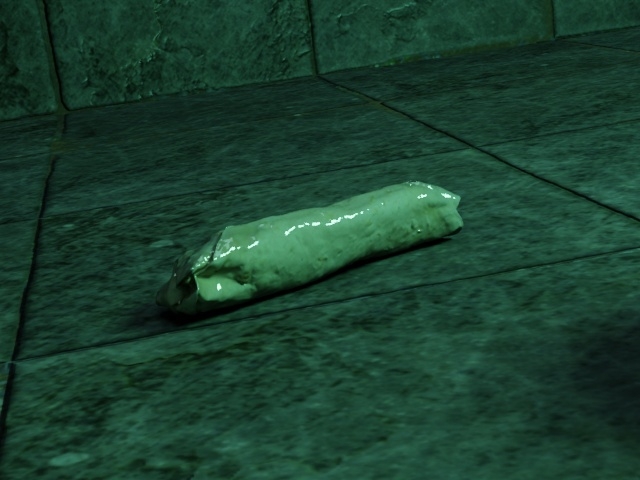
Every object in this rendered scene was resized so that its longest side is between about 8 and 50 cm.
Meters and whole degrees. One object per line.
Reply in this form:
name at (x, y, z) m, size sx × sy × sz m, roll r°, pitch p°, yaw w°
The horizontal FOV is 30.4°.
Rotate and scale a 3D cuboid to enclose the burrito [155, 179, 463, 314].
burrito at (0.000, 0.000, 0.919) m, size 0.275 × 0.059 × 0.082 m, roll -16°, pitch 2°, yaw -31°
